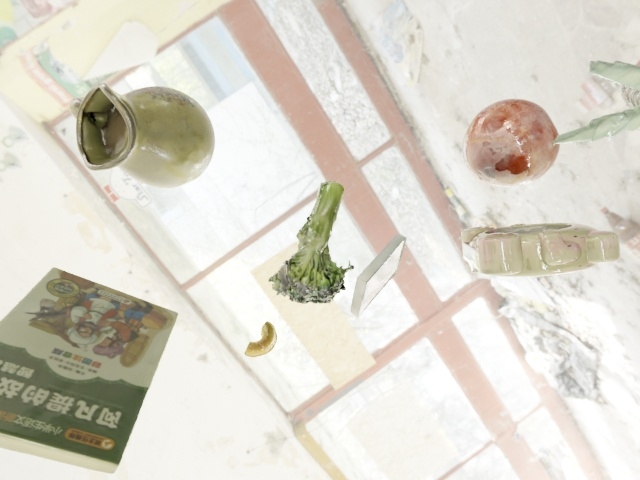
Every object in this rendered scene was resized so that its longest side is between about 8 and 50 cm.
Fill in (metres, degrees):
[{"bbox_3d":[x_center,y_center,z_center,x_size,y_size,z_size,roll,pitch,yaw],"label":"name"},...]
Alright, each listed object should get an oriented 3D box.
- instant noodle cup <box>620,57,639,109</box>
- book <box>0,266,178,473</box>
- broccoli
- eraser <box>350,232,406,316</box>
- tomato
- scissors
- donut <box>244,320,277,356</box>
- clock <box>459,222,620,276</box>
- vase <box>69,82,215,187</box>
[{"bbox_3d":[0.802,-0.363,0.888,0.258,0.182,0.302,46,-169,22],"label":"instant noodle cup"},{"bbox_3d":[-0.317,0.150,0.533,0.201,0.027,0.264,26,-156,-16],"label":"book"},{"bbox_3d":[-0.006,0.000,0.938,0.164,0.304,0.145,20,163,-16],"label":"broccoli"},{"bbox_3d":[0.110,0.066,0.771,0.023,0.150,0.104,30,139,23],"label":"eraser"},{"bbox_3d":[0.560,-0.278,1.224,0.270,0.227,0.270,33,160,13],"label":"tomato"},{"bbox_3d":[0.451,-0.170,0.466,0.256,0.383,0.029,97,163,-51],"label":"scissors"},{"bbox_3d":[-0.136,0.223,0.916,0.038,0.083,0.067,102,149,-59],"label":"donut"},{"bbox_3d":[0.529,0.015,1.017,0.284,0.309,0.114,-27,-69,-80],"label":"clock"},{"bbox_3d":[-0.444,-0.263,0.956,0.329,0.241,0.302,28,-163,22],"label":"vase"}]
